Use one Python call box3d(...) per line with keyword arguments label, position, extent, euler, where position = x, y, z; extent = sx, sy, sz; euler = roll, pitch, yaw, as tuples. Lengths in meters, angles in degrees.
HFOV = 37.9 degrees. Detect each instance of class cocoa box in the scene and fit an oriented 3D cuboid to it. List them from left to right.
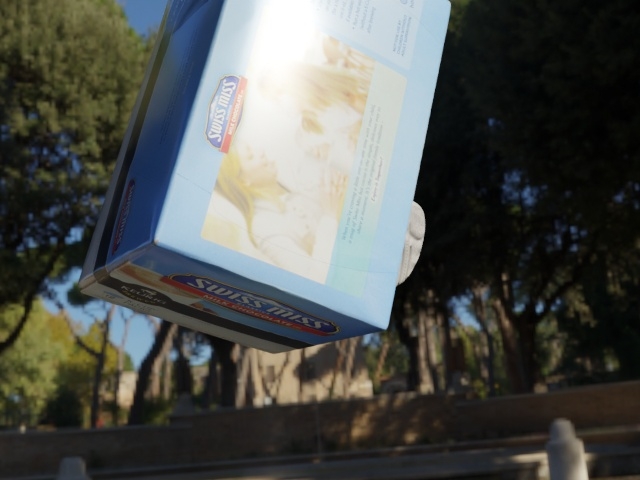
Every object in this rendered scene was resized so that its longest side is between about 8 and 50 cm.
box3d(label="cocoa box", position=(-0.052, -0.094, 0.896), extent=(0.231, 0.347, 0.228), euler=(22, -22, -24))

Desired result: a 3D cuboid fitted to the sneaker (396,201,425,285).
box3d(label="sneaker", position=(0.000, 0.000, 1.213), extent=(0.180, 0.125, 0.321), euler=(16, 19, 32))
